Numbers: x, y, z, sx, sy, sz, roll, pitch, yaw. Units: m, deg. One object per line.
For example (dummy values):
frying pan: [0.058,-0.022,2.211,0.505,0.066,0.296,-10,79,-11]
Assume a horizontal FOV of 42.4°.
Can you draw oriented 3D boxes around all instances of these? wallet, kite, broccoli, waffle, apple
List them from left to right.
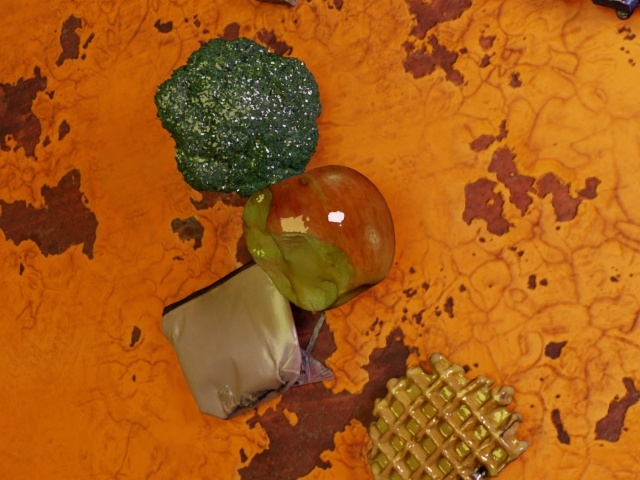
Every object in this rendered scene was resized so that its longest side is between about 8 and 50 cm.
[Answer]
wallet: [-0.158,0.179,1.545,0.335,0.068,0.274,-30,70,31]
broccoli: [-0.140,-0.207,1.455,0.275,0.308,0.307,-22,75,62]
kite: [-0.020,0.206,1.496,0.137,0.005,0.152,38,106,26]
apple: [0.000,0.000,1.360,0.246,0.246,0.226,-23,86,26]
waffle: [0.198,0.339,1.338,0.283,0.065,0.309,-2,88,29]

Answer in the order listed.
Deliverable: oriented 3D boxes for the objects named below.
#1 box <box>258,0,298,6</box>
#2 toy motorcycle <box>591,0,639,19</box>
box: [-0.085,-0.474,1.537,0.098,0.045,0.062,14,94,30]
toy motorcycle: [0.450,-0.398,1.226,0.205,0.076,0.114,22,91,27]
